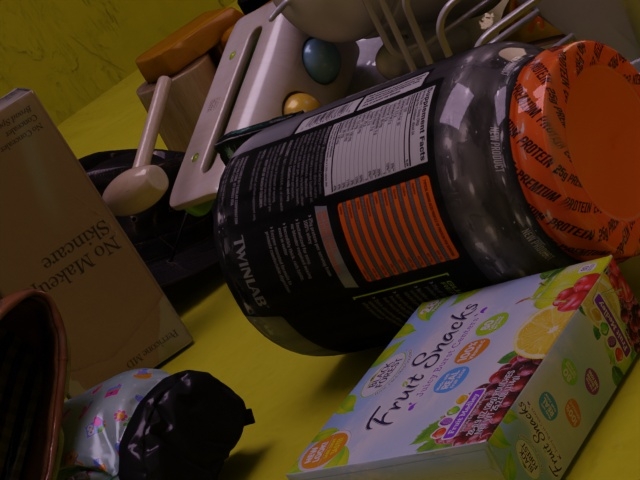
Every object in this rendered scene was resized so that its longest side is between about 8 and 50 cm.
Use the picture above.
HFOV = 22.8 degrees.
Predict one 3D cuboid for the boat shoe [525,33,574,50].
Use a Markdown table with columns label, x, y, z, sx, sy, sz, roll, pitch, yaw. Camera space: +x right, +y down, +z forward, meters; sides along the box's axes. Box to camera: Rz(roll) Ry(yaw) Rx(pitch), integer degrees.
| label | x | y | z | sx | sy | sz | roll | pitch | yaw |
| --- | --- | --- | --- | --- | --- | --- | --- | --- | --- |
| boat shoe | 0.160 | -0.139 | 1.709 | 0.285 | 0.089 | 0.104 | -24 | 4 | 16 |

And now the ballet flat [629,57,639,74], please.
| label | x | y | z | sx | sy | sz | roll | pitch | yaw |
| --- | --- | --- | --- | --- | --- | --- | --- | --- | --- |
| ballet flat | 0.314 | -0.134 | 1.403 | 0.213 | 0.072 | 0.068 | -26 | 27 | 25 |

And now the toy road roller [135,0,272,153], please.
| label | x | y | z | sx | sy | sz | roll | pitch | yaw |
| --- | --- | --- | --- | --- | --- | --- | --- | --- | --- |
| toy road roller | -0.068 | -0.238 | 2.206 | 0.329 | 0.202 | 0.241 | -37 | 19 | -24 |

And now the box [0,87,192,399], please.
| label | x | y | z | sx | sy | sz | roll | pitch | yaw |
| --- | --- | --- | --- | --- | --- | --- | --- | --- | --- |
| box | -0.279 | 0.009 | 1.640 | 0.148 | 0.311 | 0.121 | -36 | 16 | -12 |

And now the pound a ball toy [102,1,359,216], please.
| label | x | y | z | sx | sy | sz | roll | pitch | yaw |
| --- | --- | --- | --- | --- | --- | --- | --- | --- | --- |
| pound a ball toy | -0.083 | -0.129 | 1.746 | 0.136 | 0.208 | 0.319 | -16 | 46 | 45 |

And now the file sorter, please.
| label | x | y | z | sx | sy | sz | roll | pitch | yaw |
| --- | --- | --- | --- | --- | --- | --- | --- | --- | --- |
| file sorter | 0.169 | -0.225 | 1.542 | 0.173 | 0.193 | 0.277 | -35 | 42 | -5 |

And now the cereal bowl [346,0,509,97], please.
| label | x | y | z | sx | sy | sz | roll | pitch | yaw |
| --- | --- | --- | --- | --- | --- | --- | --- | --- | --- |
| cereal bowl | 0.098 | -0.229 | 1.978 | 0.339 | 0.141 | 0.339 | -30 | 16 | 10 |

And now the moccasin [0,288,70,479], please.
| label | x | y | z | sx | sy | sz | roll | pitch | yaw |
| --- | --- | --- | --- | --- | --- | --- | --- | --- | --- |
| moccasin | -0.248 | 0.201 | 1.143 | 0.147 | 0.139 | 0.380 | -39 | 29 | 40 |

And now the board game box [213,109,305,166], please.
| label | x | y | z | sx | sy | sz | roll | pitch | yaw |
| --- | --- | --- | --- | --- | --- | --- | --- | --- | --- |
| board game box | -0.014 | -0.027 | 1.477 | 0.026 | 0.186 | 0.126 | -40 | 18 | -33 |

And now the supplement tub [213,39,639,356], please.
| label | x | y | z | sx | sy | sz | roll | pitch | yaw |
| --- | --- | --- | --- | --- | --- | --- | --- | --- | --- |
| supplement tub | 0.093 | -0.032 | 1.251 | 0.338 | 0.207 | 0.207 | -16 | 22 | 43 |

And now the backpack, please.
| label | x | y | z | sx | sy | sz | roll | pitch | yaw |
| --- | --- | --- | --- | --- | --- | --- | --- | --- | --- |
| backpack | -0.161 | 0.177 | 1.269 | 0.182 | 0.115 | 0.152 | -24 | 20 | 37 |

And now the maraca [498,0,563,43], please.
| label | x | y | z | sx | sy | sz | roll | pitch | yaw |
| --- | --- | --- | --- | --- | --- | --- | --- | --- | --- |
| maraca | 0.277 | -0.244 | 1.763 | 0.186 | 0.099 | 0.127 | 11 | 57 | 49 |

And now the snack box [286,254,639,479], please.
| label | x | y | z | sx | sy | sz | roll | pitch | yaw |
| --- | --- | --- | --- | --- | --- | --- | --- | --- | --- |
| snack box | 0.101 | 0.107 | 1.062 | 0.174 | 0.070 | 0.207 | -17 | 21 | 43 |

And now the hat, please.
| label | x | y | z | sx | sy | sz | roll | pitch | yaw |
| --- | --- | --- | --- | --- | --- | --- | --- | --- | --- |
| hat | -0.230 | -0.037 | 1.861 | 0.331 | 0.134 | 0.331 | -10 | 23 | 4 |

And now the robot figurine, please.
| label | x | y | z | sx | sy | sz | roll | pitch | yaw |
| --- | --- | --- | --- | --- | --- | --- | --- | --- | --- |
| robot figurine | 0.078 | -0.327 | 1.743 | 0.353 | 0.299 | 0.200 | -15 | -5 | -32 |
